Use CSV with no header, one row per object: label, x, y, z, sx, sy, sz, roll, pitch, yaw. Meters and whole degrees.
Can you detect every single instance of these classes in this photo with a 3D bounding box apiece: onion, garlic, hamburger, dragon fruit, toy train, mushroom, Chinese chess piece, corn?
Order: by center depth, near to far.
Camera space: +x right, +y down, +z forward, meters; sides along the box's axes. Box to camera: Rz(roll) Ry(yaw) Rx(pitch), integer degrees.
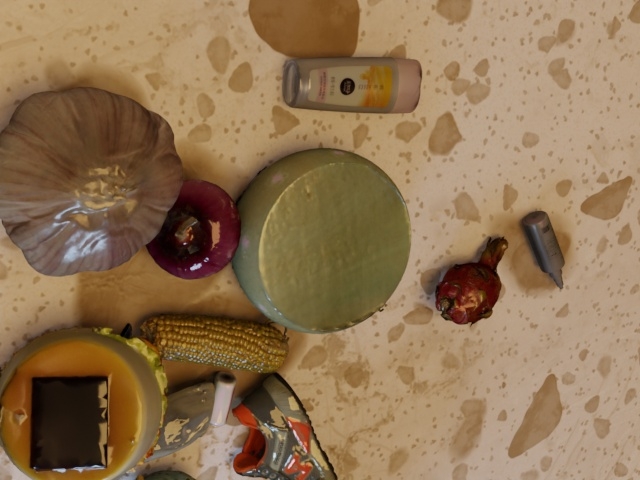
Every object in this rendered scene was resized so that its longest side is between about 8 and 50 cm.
garlic,-0.365,-0.101,1.490,0.317,0.259,0.317,-8,110,-23
hamburger,-0.406,0.283,1.608,0.294,0.179,0.276,-3,89,-8
onion,-0.224,-0.019,1.643,0.153,0.177,0.177,-49,128,-49
toy train,-0.361,0.188,1.712,0.017,0.017,0.083,33,88,-33
mushroom,-0.339,0.370,1.734,0.351,0.097,0.109,-30,104,-13
corn,-0.190,0.187,1.755,0.293,0.106,0.106,11,99,-30
Chinese chess piece,0.000,0.000,1.778,0.349,0.146,0.349,-7,106,-26
dragon fruit,0.332,0.080,2.002,0.246,0.125,0.125,-56,153,-26

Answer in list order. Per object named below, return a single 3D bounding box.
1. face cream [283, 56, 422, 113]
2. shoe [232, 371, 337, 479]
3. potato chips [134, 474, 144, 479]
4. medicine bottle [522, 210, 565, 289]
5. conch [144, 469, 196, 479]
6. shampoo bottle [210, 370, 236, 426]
face cream,0.064,-0.292,1.774,0.269,0.073,0.107,-3,113,-29
shoe,-0.082,0.434,1.872,0.171,0.132,0.336,-28,113,-13
potato chips,-0.387,0.496,1.740,0.204,0.026,0.037,-42,146,17
medicine bottle,0.505,0.029,2.106,0.057,0.057,0.199,-35,118,-15
conch,-0.295,0.483,1.780,0.135,0.102,0.153,-40,161,-20
shampoo bottle,-0.190,0.306,1.804,0.043,0.072,0.099,13,99,-6
